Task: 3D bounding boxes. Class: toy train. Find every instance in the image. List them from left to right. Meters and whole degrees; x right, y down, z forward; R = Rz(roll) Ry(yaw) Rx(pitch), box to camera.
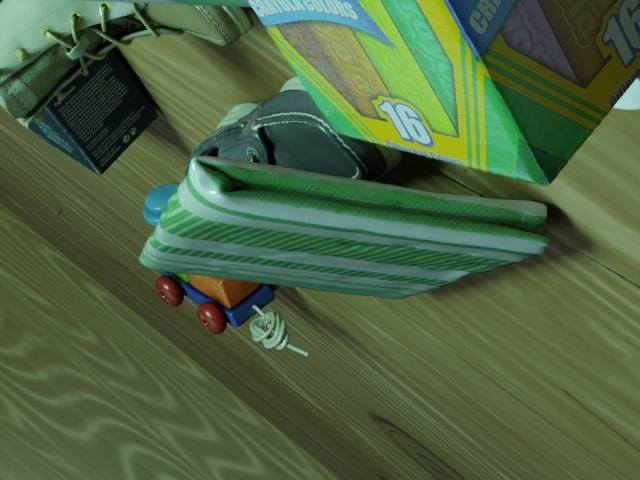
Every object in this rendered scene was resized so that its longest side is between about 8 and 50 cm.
[{"bbox_3d":[-0.107,0.031,1.366,0.248,0.105,0.143,27,146,43],"label":"toy train"}]

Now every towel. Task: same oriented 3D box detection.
[{"bbox_3d":[0.000,0.000,0.878,0.248,0.038,0.325,7,170,-11],"label":"towel"}]

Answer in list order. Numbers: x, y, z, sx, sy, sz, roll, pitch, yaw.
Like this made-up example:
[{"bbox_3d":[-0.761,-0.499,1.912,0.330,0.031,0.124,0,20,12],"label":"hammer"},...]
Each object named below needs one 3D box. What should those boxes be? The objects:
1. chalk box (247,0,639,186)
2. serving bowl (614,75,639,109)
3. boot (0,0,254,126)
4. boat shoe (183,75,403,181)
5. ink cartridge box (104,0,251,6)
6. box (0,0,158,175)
[{"bbox_3d":[0.034,-0.146,0.434,0.132,0.132,0.213,21,155,51],"label":"chalk box"},{"bbox_3d":[0.121,-0.093,0.551,0.083,0.027,0.083,28,175,3],"label":"serving bowl"},{"bbox_3d":[-0.161,-0.147,0.846,0.213,0.165,0.077,31,163,39],"label":"boot"},{"bbox_3d":[-0.032,-0.059,0.914,0.103,0.092,0.285,47,164,-19],"label":"boat shoe"},{"bbox_3d":[-0.076,-0.140,0.637,0.181,0.056,0.224,1,173,-8],"label":"ink cartridge box"},{"bbox_3d":[-0.270,-0.169,1.192,0.156,0.093,0.158,30,162,39],"label":"box"}]
